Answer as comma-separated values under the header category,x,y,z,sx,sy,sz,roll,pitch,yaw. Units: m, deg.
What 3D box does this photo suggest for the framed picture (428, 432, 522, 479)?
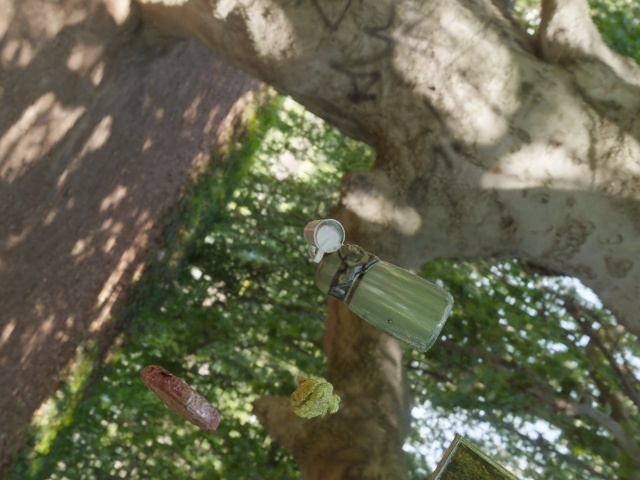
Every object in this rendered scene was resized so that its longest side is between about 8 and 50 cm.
category,x,y,z,sx,sy,sz,roll,pitch,yaw
framed picture,0.418,0.628,1.986,0.197,0.252,0.014,-42,162,-46

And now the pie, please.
category,x,y,z,sx,sy,sz,roll,pitch,yaw
pie,-0.270,0.306,1.495,0.050,0.182,0.182,-54,179,-20

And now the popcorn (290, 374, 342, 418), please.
category,x,y,z,sx,sy,sz,roll,pitch,yaw
popcorn,-0.022,0.489,2.397,0.141,0.162,0.135,-43,-173,-5

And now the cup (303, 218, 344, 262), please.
category,x,y,z,sx,sy,sz,roll,pitch,yaw
cup,0.000,0.000,1.811,0.104,0.074,0.116,-72,-162,-3

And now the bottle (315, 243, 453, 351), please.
category,x,y,z,sx,sy,sz,roll,pitch,yaw
bottle,0.149,0.130,1.932,0.169,0.346,0.168,-61,176,-7
